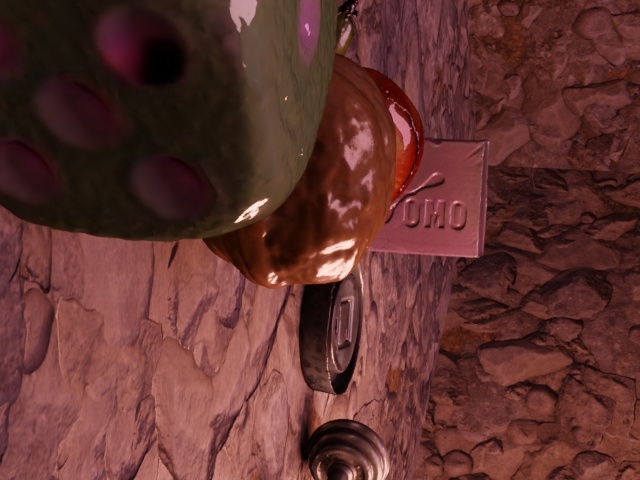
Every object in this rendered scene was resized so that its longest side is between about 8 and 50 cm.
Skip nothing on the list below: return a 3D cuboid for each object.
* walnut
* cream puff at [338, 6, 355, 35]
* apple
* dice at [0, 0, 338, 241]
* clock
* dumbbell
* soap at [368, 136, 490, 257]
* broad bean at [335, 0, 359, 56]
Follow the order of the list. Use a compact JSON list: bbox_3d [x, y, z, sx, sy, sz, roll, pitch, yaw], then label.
[{"bbox_3d":[-0.045,-0.092,1.428,0.306,0.306,0.343,-63,152,-54],"label":"walnut"},{"bbox_3d":[0.009,-0.383,1.933,0.122,0.094,0.116,-53,-172,43],"label":"cream puff"},{"bbox_3d":[0.061,-0.181,1.890,0.206,0.252,0.271,-119,-166,-66],"label":"apple"},{"bbox_3d":[-0.167,-0.210,0.939,0.322,0.330,0.318,-71,163,-44],"label":"dice"},{"bbox_3d":[0.029,0.172,2.181,0.312,0.061,0.312,4,90,-74],"label":"clock"},{"bbox_3d":[0.018,0.500,2.013,0.406,0.179,0.179,-52,143,-63],"label":"dumbbell"},{"bbox_3d":[0.248,-0.109,2.463,0.107,0.296,0.285,-13,104,-73],"label":"soap"},{"bbox_3d":[-0.006,-0.262,1.735,0.077,0.061,0.339,-124,-129,-69],"label":"broad bean"}]
